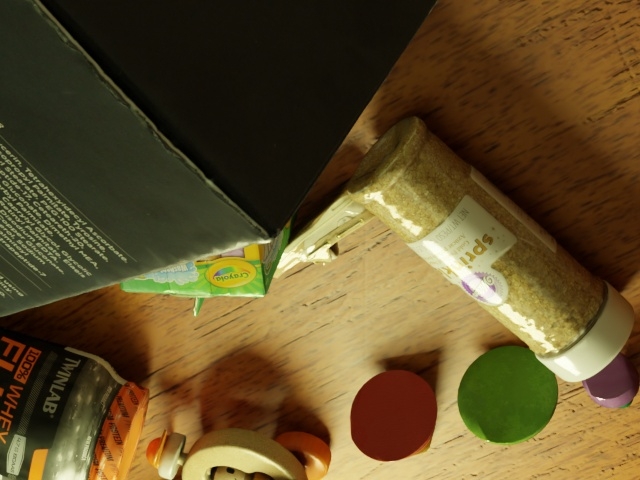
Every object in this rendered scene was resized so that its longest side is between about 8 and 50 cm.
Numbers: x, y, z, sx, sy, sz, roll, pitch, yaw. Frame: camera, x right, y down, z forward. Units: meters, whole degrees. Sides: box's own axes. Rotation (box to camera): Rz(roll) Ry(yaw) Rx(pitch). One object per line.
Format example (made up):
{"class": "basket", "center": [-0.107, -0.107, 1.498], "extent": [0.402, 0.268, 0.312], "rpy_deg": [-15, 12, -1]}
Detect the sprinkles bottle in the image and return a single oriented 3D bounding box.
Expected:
{"class": "sprinkles bottle", "center": [0.196, 0.012, 1.620], "extent": [0.355, 0.121, 0.121], "rpy_deg": [40, 123, -15]}

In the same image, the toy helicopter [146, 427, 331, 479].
{"class": "toy helicopter", "center": [-0.164, 0.346, 1.937], "extent": [0.235, 0.140, 0.355], "rpy_deg": [31, 138, -17]}

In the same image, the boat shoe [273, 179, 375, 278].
{"class": "boat shoe", "center": [0.000, 0.000, 1.692], "extent": [0.059, 0.063, 0.170], "rpy_deg": [43, 122, -10]}

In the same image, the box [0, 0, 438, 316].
{"class": "box", "center": [-0.151, -0.221, 1.226], "extent": [0.297, 0.480, 0.471], "rpy_deg": [46, 147, -20]}

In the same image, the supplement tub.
{"class": "supplement tub", "center": [-0.408, 0.223, 1.854], "extent": [0.338, 0.207, 0.207], "rpy_deg": [16, 126, 1]}

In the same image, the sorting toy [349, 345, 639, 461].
{"class": "sorting toy", "center": [0.226, 0.217, 1.790], "extent": [0.365, 0.127, 0.126], "rpy_deg": [-13, 150, 18]}

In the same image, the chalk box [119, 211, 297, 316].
{"class": "chalk box", "center": [-0.133, -0.049, 1.619], "extent": [0.179, 0.180, 0.289], "rpy_deg": [2, 126, 12]}
